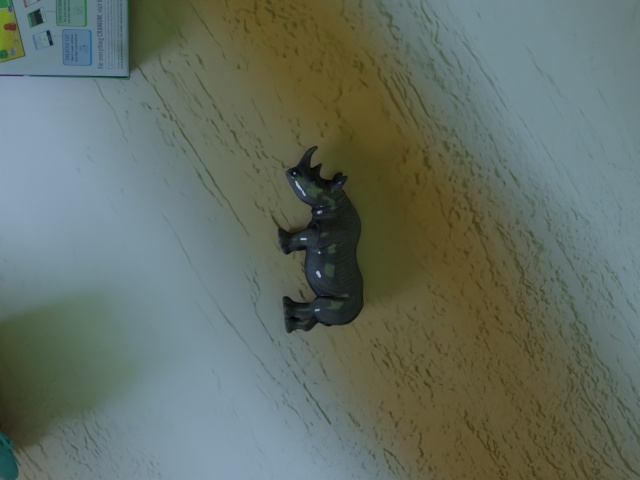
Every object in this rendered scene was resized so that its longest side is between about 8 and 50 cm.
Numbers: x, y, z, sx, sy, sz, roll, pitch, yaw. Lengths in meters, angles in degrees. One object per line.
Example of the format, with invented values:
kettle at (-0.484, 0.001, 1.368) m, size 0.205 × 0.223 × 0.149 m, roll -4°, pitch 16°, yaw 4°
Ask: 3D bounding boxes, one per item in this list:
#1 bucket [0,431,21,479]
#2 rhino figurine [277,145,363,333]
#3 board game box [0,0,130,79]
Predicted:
bucket at (-0.521, 0.257, 1.262) m, size 0.281 × 0.281 × 0.183 m, roll -24°, pitch 96°, yaw -1°
rhino figurine at (0.000, 0.000, 1.361) m, size 0.106 × 0.073 × 0.243 m, roll -3°, pitch 98°, yaw -1°
board game box at (-0.386, -0.312, 1.245) m, size 0.317 × 0.064 × 0.242 m, roll -1°, pitch 99°, yaw -19°
